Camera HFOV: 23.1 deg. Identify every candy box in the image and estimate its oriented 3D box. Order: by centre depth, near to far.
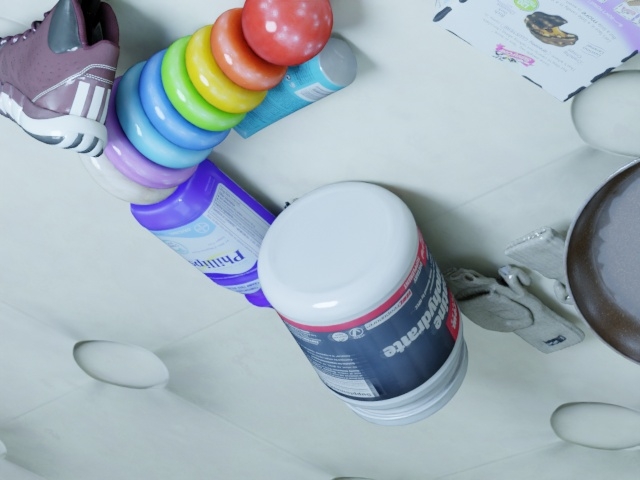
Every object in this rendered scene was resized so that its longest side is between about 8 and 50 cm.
[{"bbox_3d":[0.226,-0.229,1.418,0.164,0.070,0.196,28,145,-23],"label":"candy box"}]

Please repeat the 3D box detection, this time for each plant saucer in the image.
[{"bbox_3d":[0.418,0.016,1.676,0.310,0.050,0.311,6,127,9],"label":"plant saucer"}]

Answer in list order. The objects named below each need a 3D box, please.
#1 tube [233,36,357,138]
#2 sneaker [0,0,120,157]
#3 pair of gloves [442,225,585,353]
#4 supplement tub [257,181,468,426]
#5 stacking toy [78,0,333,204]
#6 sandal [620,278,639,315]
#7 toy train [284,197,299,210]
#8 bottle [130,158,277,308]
[{"bbox_3d":[-0.047,-0.157,1.652,0.080,0.052,0.207,45,143,-22],"label":"tube"},{"bbox_3d":[-0.285,-0.201,1.627,0.106,0.163,0.281,13,-168,-45],"label":"sneaker"},{"bbox_3d":[0.273,0.056,1.874,0.204,0.042,0.240,23,149,-23],"label":"pair of gloves"},{"bbox_3d":[0.057,0.079,1.837,0.191,0.191,0.272,-3,143,24],"label":"supplement tub"},{"bbox_3d":[-0.107,-0.162,1.595,0.141,0.141,0.330,33,136,-29],"label":"stacking toy"},{"bbox_3d":[0.548,0.119,1.817,0.445,0.107,0.167,30,125,-10],"label":"sandal"},{"bbox_3d":[0.000,0.000,1.897,0.036,0.027,0.158,-10,142,26],"label":"toy train"},{"bbox_3d":[-0.099,0.005,1.878,0.118,0.092,0.283,-9,142,39],"label":"bottle"}]
